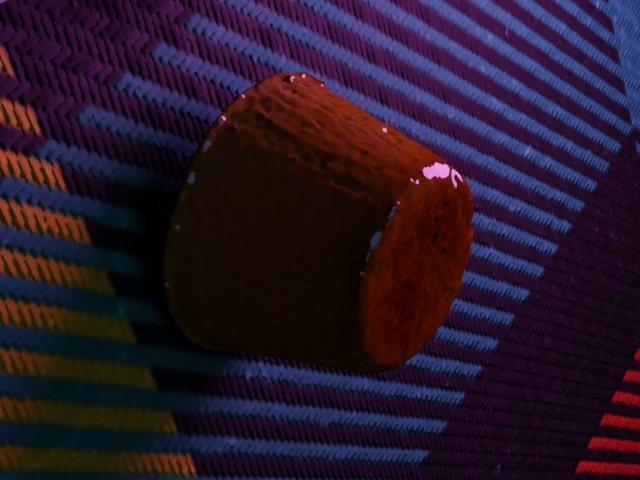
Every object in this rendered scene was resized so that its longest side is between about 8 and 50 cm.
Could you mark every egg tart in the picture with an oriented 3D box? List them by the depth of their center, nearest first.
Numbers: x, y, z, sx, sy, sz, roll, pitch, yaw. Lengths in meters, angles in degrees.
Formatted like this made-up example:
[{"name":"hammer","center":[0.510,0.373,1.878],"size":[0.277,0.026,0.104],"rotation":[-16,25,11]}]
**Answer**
[{"name":"egg tart","center":[0.000,0.000,0.943],"size":[0.215,0.170,0.215],"rotation":[-35,137,-41]}]

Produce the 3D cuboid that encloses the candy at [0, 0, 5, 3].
[{"name":"candy","center":[-0.229,-0.148,0.680],"size":[0.194,0.062,0.097],"rotation":[-40,126,-45]}]
